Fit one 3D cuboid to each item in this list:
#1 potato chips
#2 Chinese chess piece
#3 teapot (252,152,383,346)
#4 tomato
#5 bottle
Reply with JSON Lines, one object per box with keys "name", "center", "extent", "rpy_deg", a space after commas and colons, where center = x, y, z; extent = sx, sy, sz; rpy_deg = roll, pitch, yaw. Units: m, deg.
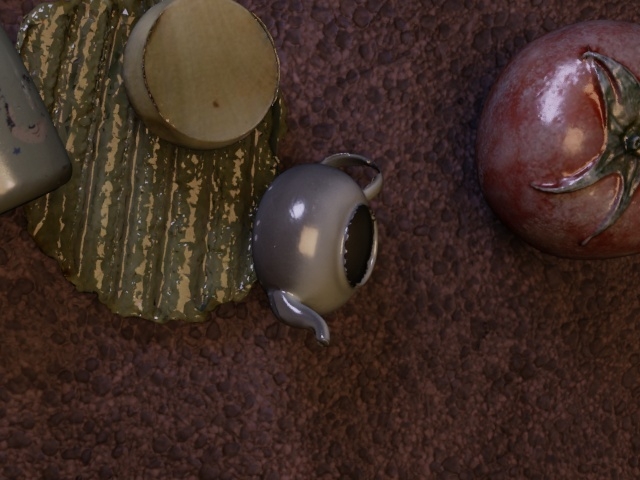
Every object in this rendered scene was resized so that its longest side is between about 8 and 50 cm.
{"name": "potato chips", "center": [-0.215, -0.108, 1.240], "extent": [0.358, 0.070, 0.430], "rpy_deg": [5, 94, -19]}
{"name": "Chinese chess piece", "center": [-0.144, -0.202, 1.192], "extent": [0.188, 0.083, 0.189], "rpy_deg": [0, 90, -28]}
{"name": "teapot", "center": [0.000, 0.000, 1.250], "extent": [0.193, 0.129, 0.294], "rpy_deg": [69, 37, -47]}
{"name": "tomato", "center": [0.360, -0.129, 1.300], "extent": [0.316, 0.282, 0.317], "rpy_deg": [-2, 97, -13]}
{"name": "bottle", "center": [-0.406, -0.191, 1.067], "extent": [0.168, 0.168, 0.347], "rpy_deg": [-24, 99, -14]}
